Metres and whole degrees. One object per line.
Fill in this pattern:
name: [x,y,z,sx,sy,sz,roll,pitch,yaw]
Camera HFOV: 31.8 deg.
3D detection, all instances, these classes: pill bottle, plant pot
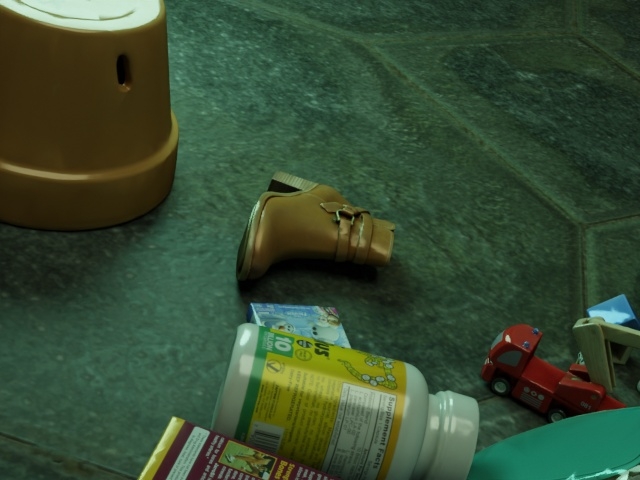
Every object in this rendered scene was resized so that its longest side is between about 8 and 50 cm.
pill bottle: [0.019,0.148,0.930,0.208,0.118,0.118,15,33,-4]
plant pot: [-0.278,-0.175,1.186,0.290,0.204,0.291,13,32,-9]

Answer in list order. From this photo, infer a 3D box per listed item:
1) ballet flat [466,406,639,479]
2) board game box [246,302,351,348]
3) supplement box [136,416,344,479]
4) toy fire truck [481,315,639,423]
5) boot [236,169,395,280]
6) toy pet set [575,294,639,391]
ballet flat: [0.291,0.186,0.855,0.147,0.408,0.147,31,47,-40]
board game box: [-0.018,0.097,1.077,0.090,0.020,0.090,4,37,-21]
supplement box: [-0.047,0.219,0.825,0.188,0.081,0.104,20,32,4]
toy fire truck: [0.259,0.120,1.069,0.192,0.135,0.047,29,34,16]
boot: [0.000,0.000,1.185,0.152,0.073,0.197,23,35,1]
toy pet set: [0.327,0.117,1.172,0.122,0.065,0.114,11,33,-12]
